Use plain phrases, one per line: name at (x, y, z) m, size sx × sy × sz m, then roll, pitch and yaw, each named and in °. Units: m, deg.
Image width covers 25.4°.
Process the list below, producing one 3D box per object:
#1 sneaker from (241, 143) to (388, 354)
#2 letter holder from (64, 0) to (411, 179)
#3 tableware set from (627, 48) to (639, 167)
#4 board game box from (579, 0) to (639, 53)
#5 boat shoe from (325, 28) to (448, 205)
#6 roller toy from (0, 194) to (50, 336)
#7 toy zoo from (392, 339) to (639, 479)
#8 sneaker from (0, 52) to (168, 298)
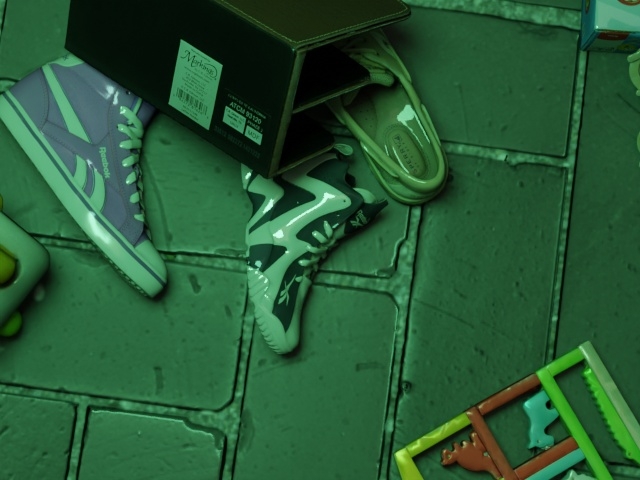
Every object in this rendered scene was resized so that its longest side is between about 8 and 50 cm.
sneaker at (0.000, 0.000, 1.529) m, size 0.153 × 0.094 × 0.235 m, roll -6°, pitch 72°, yaw 7°
letter holder at (-0.084, -0.226, 1.497) m, size 0.302 × 0.152 × 0.214 m, roll 33°, pitch 38°, yaw 26°
tableware set at (0.413, -0.152, 1.557) m, size 0.141 × 0.020 × 0.168 m, roll -9°, pitch 119°, yaw 8°
board game box at (0.454, -0.358, 1.591) m, size 0.302 × 0.086 × 0.308 m, roll 5°, pitch 82°, yaw 0°
boat shoe at (0.045, -0.178, 1.552) m, size 0.109 × 0.098 × 0.302 m, roll -31°, pitch 84°, yaw -5°
roller toy at (-0.384, 0.003, 1.469) m, size 0.191 × 0.209 × 0.146 m, roll 38°, pitch 83°, yaw 10°
toy zoo at (0.212, 0.262, 1.531) m, size 0.293 × 0.030 × 0.192 m, roll -29°, pitch 84°, yaw -5°
sneaker at (-0.216, -0.085, 1.536) m, size 0.161 × 0.102 × 0.282 m, roll -35°, pitch 84°, yaw -8°
